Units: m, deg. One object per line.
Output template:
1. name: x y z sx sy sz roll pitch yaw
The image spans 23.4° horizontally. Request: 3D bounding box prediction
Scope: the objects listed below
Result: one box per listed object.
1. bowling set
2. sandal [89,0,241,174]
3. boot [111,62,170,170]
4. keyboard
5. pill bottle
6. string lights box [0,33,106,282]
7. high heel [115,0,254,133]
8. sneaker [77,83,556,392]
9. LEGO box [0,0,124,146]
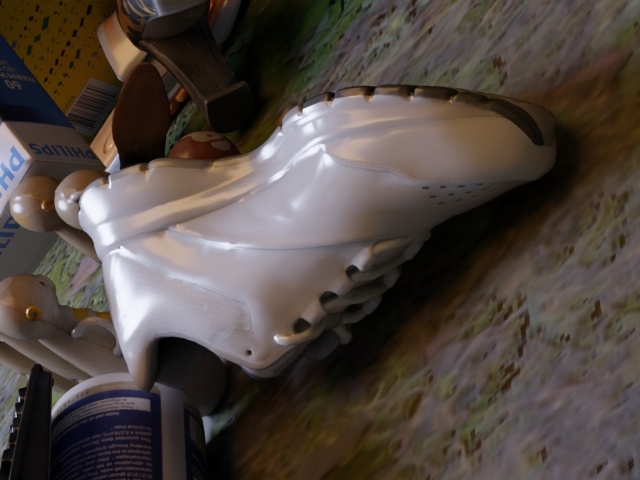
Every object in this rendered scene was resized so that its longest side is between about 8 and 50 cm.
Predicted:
1. bowling set: -0.154 0.000 1.022 0.287 0.154 0.200 -8 58 59
2. sandal: -0.153 -0.134 1.241 0.265 0.076 0.102 -54 27 15
3. boot: -0.133 -0.086 1.156 0.087 0.042 0.118 -95 13 -68
4. keyboard: -0.186 0.245 0.857 0.201 0.033 0.317 -104 25 -56
5. pill bottle: -0.107 0.161 0.847 0.094 0.094 0.169 -49 28 26
6. string lights box: -0.286 -0.095 1.155 0.260 0.077 0.133 50 115 25
7. high heel: -0.109 -0.222 1.063 0.186 0.093 0.261 53 155 42
8. sneaker: 0.000 0.000 0.806 0.297 0.111 0.129 -19 76 39
9. LEGO box: -0.309 -0.257 1.384 0.500 0.193 0.372 -53 49 21
